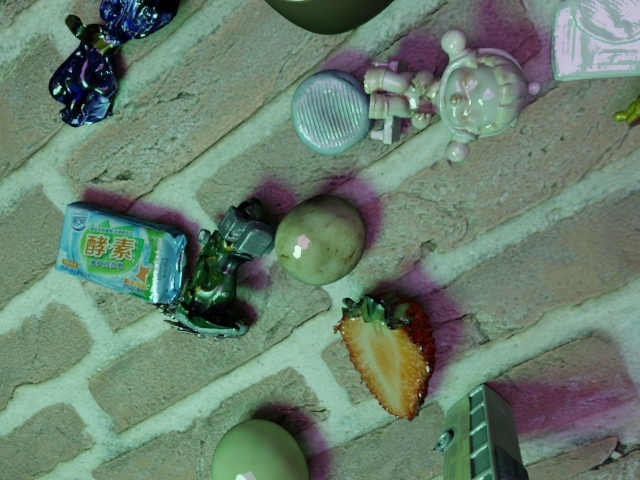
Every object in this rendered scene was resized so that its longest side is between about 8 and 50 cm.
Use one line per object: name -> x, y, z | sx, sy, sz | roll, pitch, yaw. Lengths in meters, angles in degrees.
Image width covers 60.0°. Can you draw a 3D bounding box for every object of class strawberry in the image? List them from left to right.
strawberry -> 0.135, 0.192, 1.023 | 0.188, 0.106, 0.286 | 5, 123, 37

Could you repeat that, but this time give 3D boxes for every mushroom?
mushroom -> 0.000, 0.000, 0.980 | 0.166, 0.127, 0.166 | -7, 111, -19

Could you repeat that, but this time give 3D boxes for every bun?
bun -> 0.019, -0.217, 0.935 | 0.141, 0.083, 0.140 | 1, 109, 4

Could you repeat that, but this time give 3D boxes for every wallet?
wallet -> 0.440, -0.304, 0.820 | 0.183, 0.032, 0.124 | 0, 109, 14

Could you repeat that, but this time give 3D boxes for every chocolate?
chocolate -> -0.393, -0.343, 0.999 | 0.148, 0.126, 0.343 | 27, 127, -35

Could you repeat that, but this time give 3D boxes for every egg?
egg -> -0.117, 0.485, 1.132 | 0.189, 0.188, 0.253 | -12, 113, 18

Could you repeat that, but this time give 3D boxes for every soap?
soap -> -0.399, 0.022, 1.112 | 0.293, 0.077, 0.156 | 15, 100, 11

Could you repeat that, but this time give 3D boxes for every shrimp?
shrimp -> -0.253, 0.149, 1.128 | 0.233, 0.079, 0.090 | 13, 73, 14

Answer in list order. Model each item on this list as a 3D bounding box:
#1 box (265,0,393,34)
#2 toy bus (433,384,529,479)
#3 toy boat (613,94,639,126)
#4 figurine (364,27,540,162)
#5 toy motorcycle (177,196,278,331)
box -> -0.006, -0.457, 0.797 | 0.301, 0.216, 0.300 | 4, 110, 13
toy bus -> 0.266, 0.376, 0.911 | 0.097, 0.342, 0.138 | 42, 109, 0
toy boat -> 0.526, -0.293, 0.747 | 0.099, 0.141, 0.317 | 35, 105, 35
figurine -> 0.206, -0.217, 0.863 | 0.257, 0.144, 0.181 | 6, 88, 16
toy motorcycle -> -0.173, 0.056, 1.010 | 0.125, 0.187, 0.274 | 20, 115, -37
